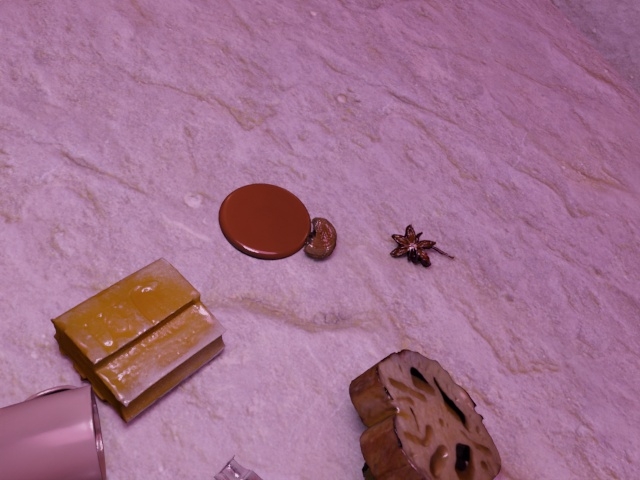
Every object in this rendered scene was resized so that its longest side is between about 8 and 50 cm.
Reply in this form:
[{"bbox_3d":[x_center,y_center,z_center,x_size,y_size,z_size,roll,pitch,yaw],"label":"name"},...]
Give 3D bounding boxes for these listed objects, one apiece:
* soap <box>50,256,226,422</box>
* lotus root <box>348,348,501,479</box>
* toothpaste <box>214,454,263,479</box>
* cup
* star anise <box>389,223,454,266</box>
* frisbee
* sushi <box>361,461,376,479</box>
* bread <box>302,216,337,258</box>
[{"bbox_3d":[-0.385,0.206,1.340,0.259,0.143,0.281,44,51,12],"label":"soap"},{"bbox_3d":[0.234,0.409,1.322,0.375,0.111,0.390,29,29,-18],"label":"lotus root"},{"bbox_3d":[-0.076,0.561,1.227,0.323,0.066,0.100,42,55,9],"label":"toothpaste"},{"bbox_3d":[-0.524,0.370,1.170,0.201,0.191,0.253,-9,30,-17],"label":"cup"},{"bbox_3d":[0.280,0.023,1.697,0.191,0.070,0.097,20,81,-4],"label":"star anise"},{"bbox_3d":[-0.146,-0.057,1.656,0.251,0.021,0.250,8,53,-11],"label":"frisbee"},{"bbox_3d":[0.107,0.577,1.236,0.131,0.139,0.290,8,44,-4],"label":"sushi"},{"bbox_3d":[0.000,0.000,1.629,0.082,0.060,0.113,28,59,-15],"label":"bread"}]
